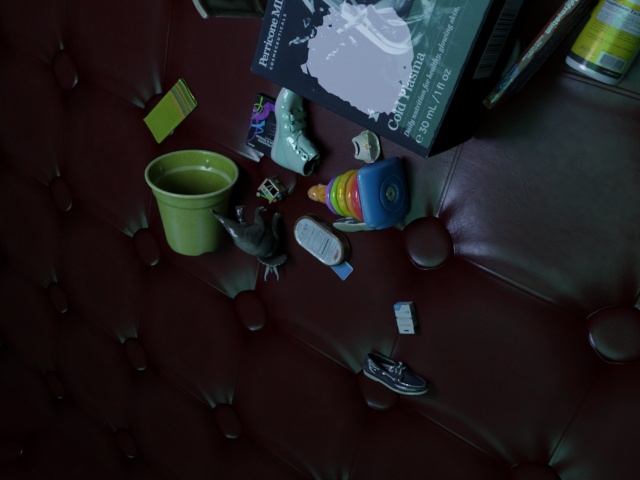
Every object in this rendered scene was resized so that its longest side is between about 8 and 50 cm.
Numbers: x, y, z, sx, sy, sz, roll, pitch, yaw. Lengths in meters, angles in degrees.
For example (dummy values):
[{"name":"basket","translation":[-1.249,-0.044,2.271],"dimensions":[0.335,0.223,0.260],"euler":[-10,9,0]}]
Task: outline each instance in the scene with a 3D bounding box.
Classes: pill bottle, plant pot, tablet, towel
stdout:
[{"name":"pill bottle","translation":[0.578,-0.418,1.176],"dimensions":[0.119,0.119,0.208],"euler":[35,122,20]},{"name":"plant pot","translation":[-0.388,-0.103,1.886],"dimensions":[0.276,0.276,0.254],"euler":[25,130,26]},{"name":"tablet","translation":[0.054,0.070,1.776],"dimensions":[0.083,0.006,0.054],"euler":[47,125,12]},{"name":"towel","translation":[-0.487,-0.415,1.975],"dimensions":[0.237,0.021,0.102],"euler":[-32,86,38]}]

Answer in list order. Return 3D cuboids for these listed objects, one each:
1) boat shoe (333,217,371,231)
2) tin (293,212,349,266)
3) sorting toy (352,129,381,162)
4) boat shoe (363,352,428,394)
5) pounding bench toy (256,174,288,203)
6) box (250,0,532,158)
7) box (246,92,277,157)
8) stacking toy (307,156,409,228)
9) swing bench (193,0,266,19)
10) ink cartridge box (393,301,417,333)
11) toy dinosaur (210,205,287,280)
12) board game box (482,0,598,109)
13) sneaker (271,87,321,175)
[{"name":"boat shoe","translation":[0.097,-0.052,1.684],"dimensions":[0.137,0.049,0.043],"euler":[-3,62,38]},{"name":"tin","translation":[0.000,0.000,1.767],"dimensions":[0.189,0.040,0.106],"euler":[37,126,22]},{"name":"sorting toy","translation":[0.115,-0.246,1.606],"dimensions":[0.075,0.045,0.083],"euler":[0,104,43]},{"name":"boat shoe","translation":[0.211,0.375,1.731],"dimensions":[0.206,0.075,0.065],"euler":[15,117,35]},{"name":"pounding bench toy","translation":[-0.146,-0.140,1.813],"dimensions":[0.065,0.052,0.083],"euler":[51,127,9]},{"name":"box","translation":[0.166,-0.504,1.307],"dimensions":[0.471,0.297,0.480],"euler":[31,120,21]},{"name":"box","translation":[-0.151,-0.329,1.767],"dimensions":[0.116,0.029,0.162],"euler":[29,121,24]},{"name":"stacking toy","translation":[0.074,-0.122,1.623],"dimensions":[0.301,0.175,0.166],"euler":[4,109,46]},{"name":"swing bench","translation":[-0.171,-0.686,1.518],"dimensions":[0.254,0.253,0.165],"euler":[-29,88,37]},{"name":"ink cartridge box","translation":[0.236,0.213,1.685],"dimensions":[0.048,0.028,0.083],"euler":[-4,103,36]},{"name":"toy dinosaur","translation":[-0.187,-0.013,1.791],"dimensions":[0.121,0.313,0.160],"euler":[-16,58,27]},{"name":"board game box","translation":[0.454,-0.392,1.254],"dimensions":[0.027,0.145,0.281],"euler":[46,126,12]},{"name":"sneaker","translation":[-0.048,-0.301,1.663],"dimensions":[0.151,0.094,0.256],"euler":[33,132,28]}]
